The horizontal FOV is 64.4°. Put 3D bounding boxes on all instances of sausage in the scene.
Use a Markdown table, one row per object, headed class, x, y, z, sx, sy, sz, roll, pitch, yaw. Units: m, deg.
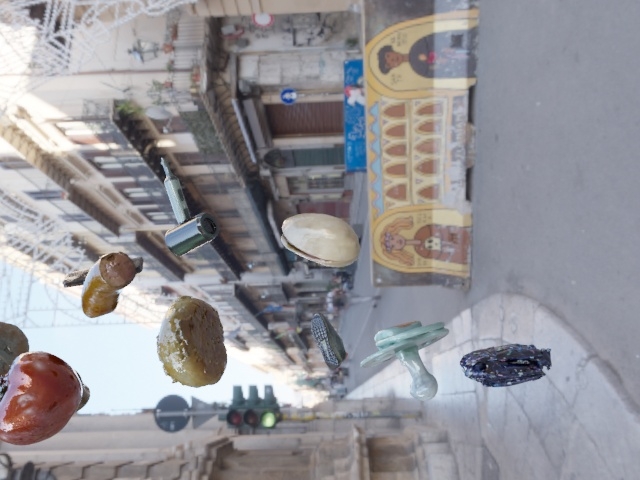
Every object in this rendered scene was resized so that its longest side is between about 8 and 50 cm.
| class | x | y | z | sx | sy | sz | roll | pitch | yaw |
| --- | --- | --- | --- | --- | --- | --- | --- | --- | --- |
| sausage | -0.548 | 0.120 | 1.293 | 0.270 | 0.109 | 0.109 | -45 | 37 | 46 |

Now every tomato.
| class | x | y | z | sx | sy | sz | roll | pitch | yaw |
| --- | --- | --- | --- | --- | --- | --- | --- | --- | --- |
| tomato | -0.555 | 0.312 | 0.997 | 0.187 | 0.151 | 0.187 | -41 | 30 | 30 |

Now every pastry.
| class | x | y | z | sx | sy | sz | roll | pitch | yaw |
| --- | --- | --- | --- | --- | --- | --- | --- | --- | --- |
| pastry | -0.457 | 0.357 | 1.759 | 0.284 | 0.184 | 0.316 | 25 | -133 | -66 |

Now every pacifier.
| class | x | y | z | sx | sy | sz | roll | pitch | yaw |
| --- | --- | --- | --- | --- | --- | --- | --- | --- | --- |
| pacifier | 0.318 | 0.406 | 1.723 | 0.269 | 0.343 | 0.288 | 64 | 150 | 22 |

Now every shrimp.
| class | x | y | z | sx | sy | sz | roll | pitch | yaw |
| --- | --- | --- | --- | --- | --- | --- | --- | --- | --- |
| shrimp | -0.914 | 0.341 | 1.387 | 0.077 | 0.168 | 0.317 | -49 | 22 | 26 |

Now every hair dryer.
| class | x | y | z | sx | sy | sz | roll | pitch | yaw |
| --- | --- | --- | --- | --- | --- | --- | --- | --- | --- |
| hair dryer | -0.275 | -0.077 | 0.998 | 0.057 | 0.100 | 0.198 | -10 | -104 | -62 |

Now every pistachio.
| class | x | y | z | sx | sy | sz | roll | pitch | yaw |
| --- | --- | --- | --- | --- | --- | --- | --- | --- | --- |
| pistachio | 0.000 | 0.000 | 1.953 | 0.214 | 0.318 | 0.193 | -66 | -17 | -47 |

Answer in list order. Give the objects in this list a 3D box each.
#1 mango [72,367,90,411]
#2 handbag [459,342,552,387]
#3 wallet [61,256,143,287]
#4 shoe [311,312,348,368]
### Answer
| class | x | y | z | sx | sy | sz | roll | pitch | yaw |
| --- | --- | --- | --- | --- | --- | --- | --- | --- | --- |
| mango | -0.657 | 0.390 | 1.291 | 0.115 | 0.090 | 0.178 | -45 | -26 | -33 |
| handbag | 0.554 | 0.375 | 1.529 | 0.162 | 0.260 | 0.113 | 67 | -165 | -80 |
| wallet | -0.890 | 0.129 | 2.091 | 0.165 | 0.309 | 0.042 | -142 | 41 | -71 |
| shoe | 0.033 | 0.332 | 1.720 | 0.077 | 0.074 | 0.194 | -18 | -95 | -46 |
